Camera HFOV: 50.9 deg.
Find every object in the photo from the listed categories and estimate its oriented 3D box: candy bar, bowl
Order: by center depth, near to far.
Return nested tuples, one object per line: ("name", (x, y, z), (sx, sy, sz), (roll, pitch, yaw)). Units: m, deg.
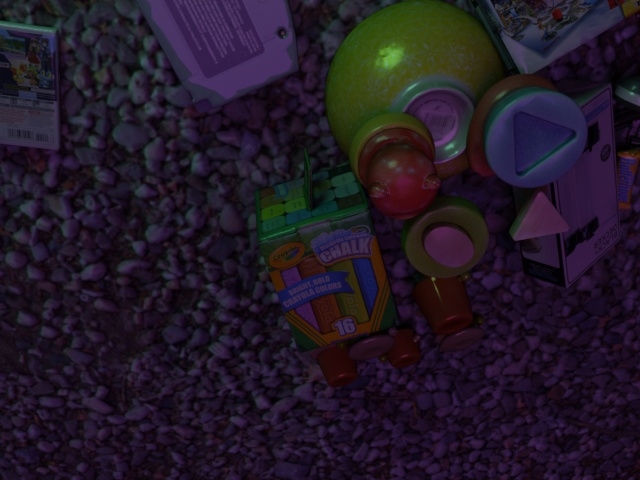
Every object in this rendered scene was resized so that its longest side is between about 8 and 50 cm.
("bowl", (0.155, -0.194, 0.998), (0.289, 0.156, 0.290), (-3, 120, -5))
("candy bar", (0.510, -0.101, 1.129), (0.040, 0.018, 0.161), (3, 150, 18))

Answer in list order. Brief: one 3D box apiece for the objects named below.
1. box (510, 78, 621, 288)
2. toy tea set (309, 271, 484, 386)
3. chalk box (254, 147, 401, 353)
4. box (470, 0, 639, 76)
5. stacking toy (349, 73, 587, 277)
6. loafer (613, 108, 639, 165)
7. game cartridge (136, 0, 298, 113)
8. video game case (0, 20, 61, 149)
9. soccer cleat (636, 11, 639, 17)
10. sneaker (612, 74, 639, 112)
("box", (0.392, -0.090, 1.077), (0.169, 0.087, 0.290), (-33, 123, -27))
("toy tea set", (0.134, 0.151, 1.236), (0.336, 0.124, 0.200), (-18, 149, 0))
("chalk box", (0.000, 0.000, 1.078), (0.179, 0.180, 0.289), (-17, 118, 3))
("box", (0.343, -0.353, 0.945), (0.233, 0.044, 0.159), (-30, 95, 3))
("stacking toy", (0.219, -0.058, 0.913), (0.308, 0.130, 0.280), (-19, 119, 7))
("loafer", (0.581, -0.166, 1.097), (0.267, 0.084, 0.096), (-3, 122, -5))
("game cartridge", (-0.152, -0.346, 0.940), (0.196, 0.060, 0.294), (-21, 119, 10))
("video game case", (-0.487, -0.231, 0.986), (0.201, 0.023, 0.184), (6, 119, -8))
("soccer cleat", (0.512, -0.337, 1.029), (0.035, 0.029, 0.083), (-38, 120, 5))
("sneaker", (0.596, -0.279, 1.007), (0.295, 0.124, 0.179), (-5, 124, -15))
